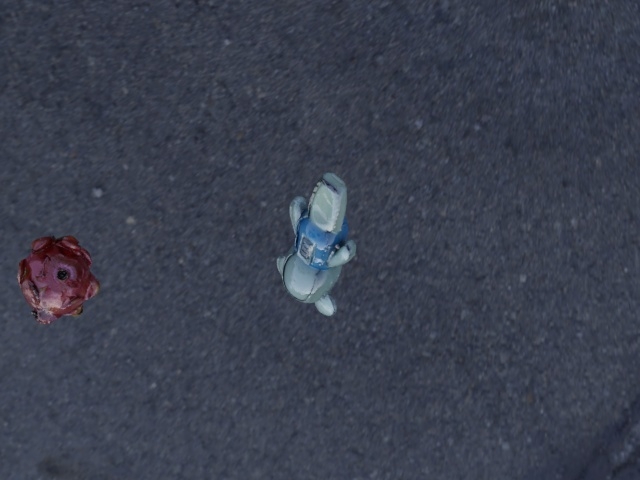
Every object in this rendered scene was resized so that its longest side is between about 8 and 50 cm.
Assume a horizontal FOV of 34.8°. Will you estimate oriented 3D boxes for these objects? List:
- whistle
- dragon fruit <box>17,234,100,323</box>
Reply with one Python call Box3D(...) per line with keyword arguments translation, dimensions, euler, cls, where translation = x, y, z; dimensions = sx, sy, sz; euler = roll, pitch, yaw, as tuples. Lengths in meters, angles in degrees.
Box3D(translation=(0.000, 0.000, 1.309), dimensions=(0.114, 0.077, 0.236), euler=(43, 144, 22), cls="whistle")
Box3D(translation=(-0.349, 0.055, 1.381), dimensions=(0.068, 0.112, 0.126), euler=(10, 106, 38), cls="dragon fruit")
